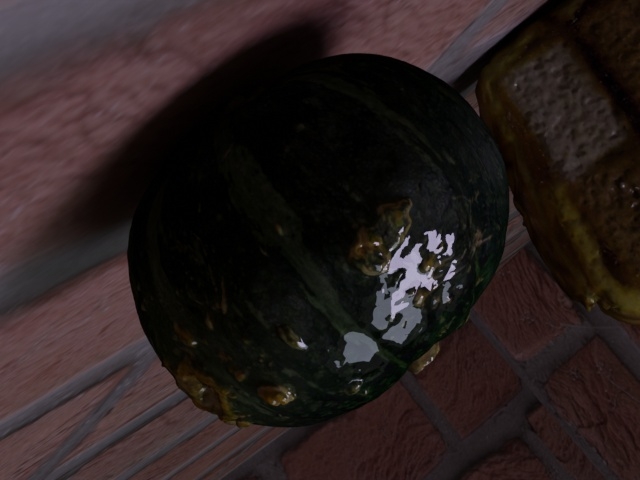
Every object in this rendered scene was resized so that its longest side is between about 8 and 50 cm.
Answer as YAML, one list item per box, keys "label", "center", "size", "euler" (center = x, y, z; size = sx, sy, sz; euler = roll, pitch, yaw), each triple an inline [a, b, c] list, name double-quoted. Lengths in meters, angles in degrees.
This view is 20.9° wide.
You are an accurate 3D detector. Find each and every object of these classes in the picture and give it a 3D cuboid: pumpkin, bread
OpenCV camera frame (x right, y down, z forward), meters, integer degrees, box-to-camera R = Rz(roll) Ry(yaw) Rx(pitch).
- label: "pumpkin"
  center: [0.000, 0.000, 0.775]
  size: [0.190, 0.146, 0.190]
  euler: [-38, 170, -8]
- label: "bread"
  center: [0.209, -0.064, 1.161]
  size: [0.181, 0.222, 0.096]
  euler: [-31, 169, 3]
